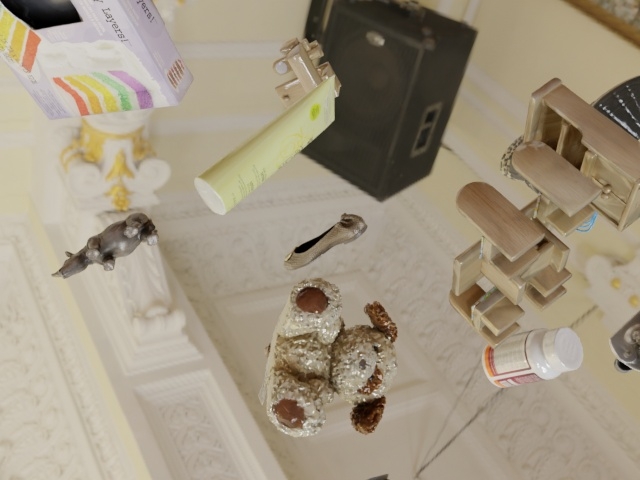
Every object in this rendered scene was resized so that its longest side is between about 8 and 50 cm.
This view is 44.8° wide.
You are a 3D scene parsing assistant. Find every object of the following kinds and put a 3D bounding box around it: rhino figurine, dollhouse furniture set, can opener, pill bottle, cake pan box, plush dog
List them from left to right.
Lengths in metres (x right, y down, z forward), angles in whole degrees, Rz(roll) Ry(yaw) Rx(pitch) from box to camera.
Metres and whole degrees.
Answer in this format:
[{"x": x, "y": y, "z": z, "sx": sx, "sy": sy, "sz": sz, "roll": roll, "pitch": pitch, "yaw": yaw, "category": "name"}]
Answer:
[{"x": -0.337, "y": -0.290, "z": 1.055, "sx": 0.245, "sy": 0.267, "sz": 0.070, "roll": -2, "pitch": -131, "yaw": 22, "category": "cake pan box"}, {"x": -0.446, "y": 0.019, "z": 1.602, "sx": 0.243, "sy": 0.073, "sz": 0.106, "roll": -28, "pitch": -156, "yaw": 2, "category": "rhino figurine"}, {"x": -0.052, "y": -0.300, "z": 1.484, "sx": 0.123, "sy": 0.144, "sz": 0.151, "roll": -21, "pitch": -150, "yaw": 20, "category": "dollhouse furniture set"}, {"x": 0.025, "y": 0.212, "z": 1.348, "sx": 0.225, "sy": 0.210, "sz": 0.263, "roll": 12, "pitch": -101, "yaw": -11, "category": "plush dog"}, {"x": 0.228, "y": -0.042, "z": 0.869, "sx": 0.242, "sy": 0.212, "sz": 0.161, "roll": -35, "pitch": -119, "yaw": -13, "category": "dollhouse furniture set"}, {"x": 0.501, "y": 0.275, "z": 1.844, "sx": 0.121, "sy": 0.221, "sz": 0.121, "roll": 14, "pitch": -114, "yaw": -33, "category": "pill bottle"}, {"x": 0.605, "y": 0.117, "z": 1.329, "sx": 0.283, "sy": 0.095, "sz": 0.076, "roll": -40, "pitch": -110, "yaw": -8, "category": "can opener"}]

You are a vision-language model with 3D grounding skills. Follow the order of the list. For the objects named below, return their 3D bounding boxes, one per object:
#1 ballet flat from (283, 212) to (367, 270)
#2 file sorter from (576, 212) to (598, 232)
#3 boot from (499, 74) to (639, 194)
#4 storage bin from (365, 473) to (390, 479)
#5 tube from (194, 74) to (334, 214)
[{"x": 0.000, "y": 0.000, "z": 1.757, "sx": 0.058, "sy": 0.249, "sz": 0.084, "roll": 48, "pitch": -139, "yaw": -17, "category": "ballet flat"}, {"x": 0.527, "y": -0.095, "z": 1.617, "sx": 0.118, "sy": 0.105, "sz": 0.170, "roll": 23, "pitch": -159, "yaw": 14, "category": "file sorter"}, {"x": 0.385, "y": -0.163, "z": 1.176, "sx": 0.085, "sy": 0.236, "sz": 0.178, "roll": 48, "pitch": -178, "yaw": -13, "category": "boot"}, {"x": 0.068, "y": 0.445, "z": 1.232, "sx": 0.098, "sy": 0.135, "sz": 0.091, "roll": 11, "pitch": -135, "yaw": -54, "category": "storage bin"}, {"x": -0.062, "y": -0.129, "z": 1.048, "sx": 0.240, "sy": 0.070, "sz": 0.062, "roll": -42, "pitch": -73, "yaw": -24, "category": "tube"}]
